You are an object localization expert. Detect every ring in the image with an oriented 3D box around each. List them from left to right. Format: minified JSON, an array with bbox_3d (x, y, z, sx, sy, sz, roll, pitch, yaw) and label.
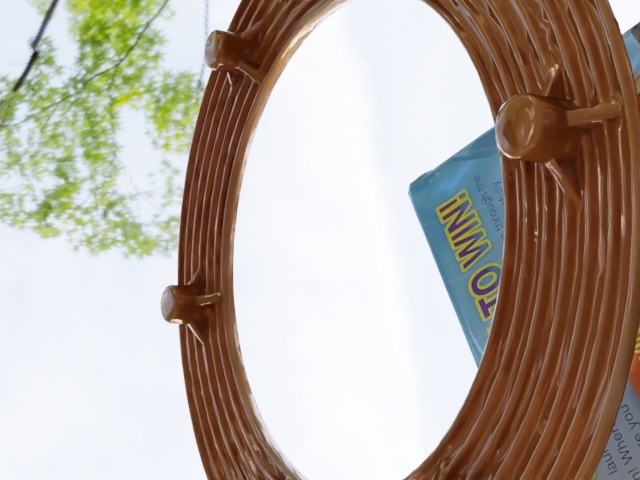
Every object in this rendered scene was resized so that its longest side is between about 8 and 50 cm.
[{"bbox_3d":[0.000,0.000,0.435,0.032,0.337,0.336,5,-93,-32],"label":"ring"}]

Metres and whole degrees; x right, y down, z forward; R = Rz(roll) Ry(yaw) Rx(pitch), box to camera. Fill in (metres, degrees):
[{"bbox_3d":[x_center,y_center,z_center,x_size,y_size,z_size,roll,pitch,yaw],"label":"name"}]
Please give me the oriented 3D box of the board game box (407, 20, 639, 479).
[{"bbox_3d":[0.212,0.022,0.348,0.086,0.302,0.308,31,-148,-44],"label":"board game box"}]
